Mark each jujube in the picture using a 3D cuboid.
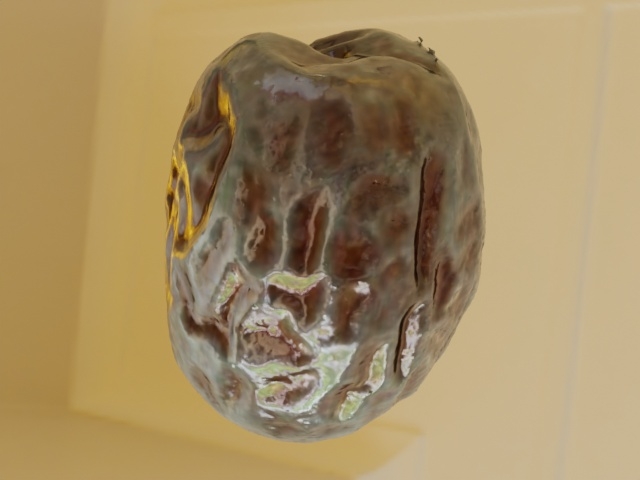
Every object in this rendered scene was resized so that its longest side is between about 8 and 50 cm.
[{"bbox_3d":[-0.009,0.001,1.244,0.246,0.215,0.308,30,-56,46],"label":"jujube"}]
